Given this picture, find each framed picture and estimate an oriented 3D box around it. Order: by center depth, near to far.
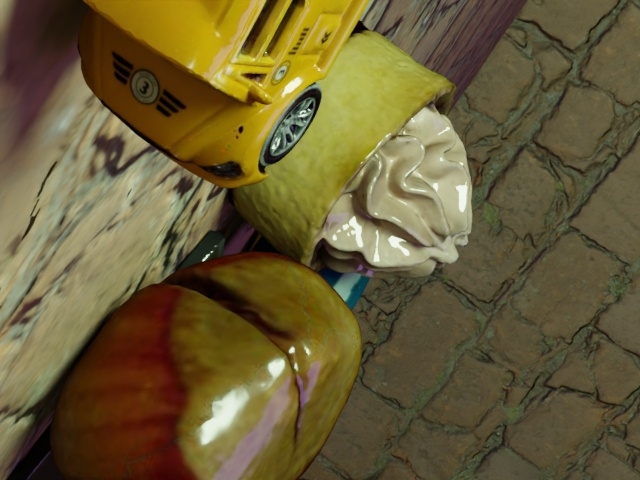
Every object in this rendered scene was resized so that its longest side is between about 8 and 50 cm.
[{"bbox_3d":[-0.168,0.119,0.935,0.265,0.018,0.192,-52,175,-20],"label":"framed picture"}]

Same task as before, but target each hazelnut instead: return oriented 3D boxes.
[{"bbox_3d":[-0.085,0.100,0.764,0.212,0.181,0.181,-35,143,-40],"label":"hazelnut"}]

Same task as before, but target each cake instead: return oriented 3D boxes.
[{"bbox_3d":[0.047,-0.054,0.883,0.185,0.178,0.207,-58,177,35],"label":"cake"}]

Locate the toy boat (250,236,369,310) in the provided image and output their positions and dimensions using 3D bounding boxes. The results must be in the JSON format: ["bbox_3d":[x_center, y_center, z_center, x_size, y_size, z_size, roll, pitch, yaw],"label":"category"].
[{"bbox_3d":[0.000,0.000,1.006,0.299,0.096,0.061,-60,137,-42],"label":"toy boat"}]

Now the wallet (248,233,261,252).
[{"bbox_3d":[-0.008,-0.023,1.232,0.141,0.067,0.241,-53,176,14],"label":"wallet"}]

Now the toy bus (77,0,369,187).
[{"bbox_3d":[-0.019,-0.109,0.341,0.194,0.083,0.088,-59,165,21],"label":"toy bus"}]
